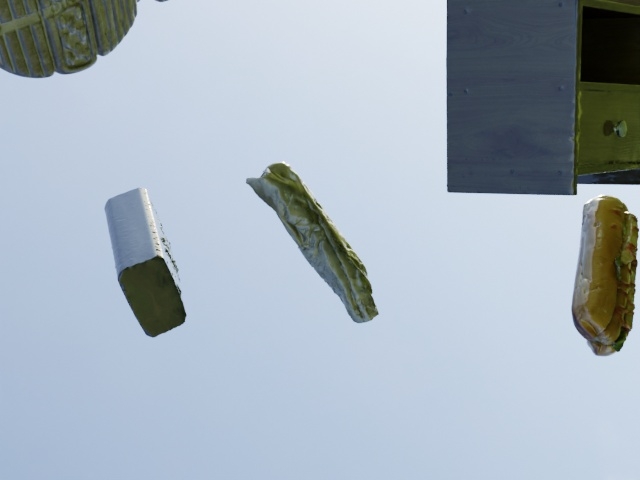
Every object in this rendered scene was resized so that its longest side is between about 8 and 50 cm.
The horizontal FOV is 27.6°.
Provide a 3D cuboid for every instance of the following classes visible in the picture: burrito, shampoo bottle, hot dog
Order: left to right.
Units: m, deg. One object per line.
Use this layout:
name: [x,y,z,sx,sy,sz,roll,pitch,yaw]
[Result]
shampoo bottle: [-0.227,0.008,1.649,0.309,0.071,0.098,-121,6,-64]
burrito: [0.000,0.000,1.593,0.229,0.058,0.063,51,-171,1]
hot dog: [0.371,0.034,1.660,0.104,0.076,0.250,57,-143,-34]

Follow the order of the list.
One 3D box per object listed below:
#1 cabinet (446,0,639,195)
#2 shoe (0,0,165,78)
cabinet: [0.230,-0.155,1.273,0.175,0.148,0.215,-7,-81,-52]
shoe: [-0.284,-0.318,1.445,0.351,0.198,0.172,-39,-32,-39]
